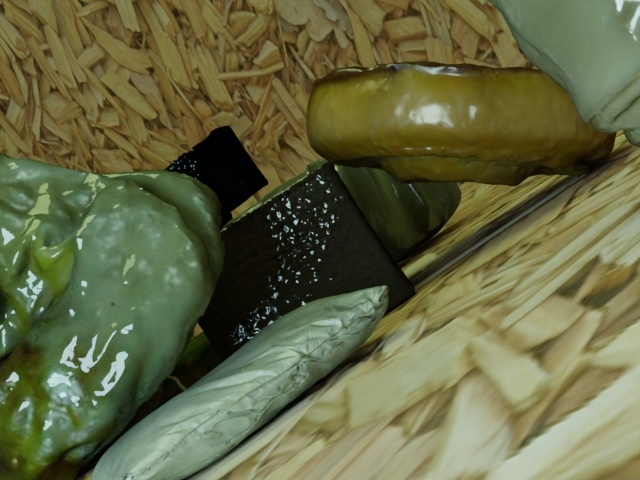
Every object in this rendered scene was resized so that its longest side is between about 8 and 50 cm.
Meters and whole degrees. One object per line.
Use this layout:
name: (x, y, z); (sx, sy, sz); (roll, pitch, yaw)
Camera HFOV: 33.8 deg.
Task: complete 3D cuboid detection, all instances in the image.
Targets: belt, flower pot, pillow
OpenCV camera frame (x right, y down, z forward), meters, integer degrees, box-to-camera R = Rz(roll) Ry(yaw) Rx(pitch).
belt: (-0.128, -0.034, 0.991); (0.151, 0.078, 0.198); (-37, 5, -13)
flower pot: (0.000, 0.000, 1.418); (0.367, 0.164, 0.254); (-32, -6, 32)
pillow: (-0.056, 0.103, 0.705); (0.229, 0.051, 0.128); (-35, -1, -28)

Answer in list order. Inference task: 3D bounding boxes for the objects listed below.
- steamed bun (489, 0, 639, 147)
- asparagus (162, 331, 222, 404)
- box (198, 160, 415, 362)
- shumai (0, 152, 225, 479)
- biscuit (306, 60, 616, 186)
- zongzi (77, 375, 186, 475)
steamed bun: (0.208, -0.114, 0.541); (0.218, 0.144, 0.211); (2, -10, -29)
asparagus: (-0.213, 0.194, 1.502); (0.277, 0.067, 0.060); (-32, -26, -41)
box: (-0.030, 0.032, 1.010); (0.184, 0.143, 0.273); (-32, 1, 1)
shumai: (-0.247, 0.021, 0.754); (0.309, 0.263, 0.304); (-49, 20, 7)
biscuit: (0.130, -0.101, 0.993); (0.296, 0.102, 0.296); (3, -2, 0)
zongzi: (-0.310, 0.238, 1.279); (0.247, 0.111, 0.241); (-26, -11, -34)
